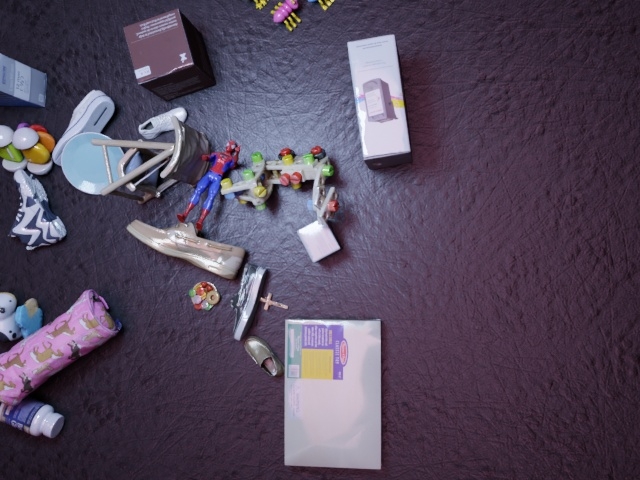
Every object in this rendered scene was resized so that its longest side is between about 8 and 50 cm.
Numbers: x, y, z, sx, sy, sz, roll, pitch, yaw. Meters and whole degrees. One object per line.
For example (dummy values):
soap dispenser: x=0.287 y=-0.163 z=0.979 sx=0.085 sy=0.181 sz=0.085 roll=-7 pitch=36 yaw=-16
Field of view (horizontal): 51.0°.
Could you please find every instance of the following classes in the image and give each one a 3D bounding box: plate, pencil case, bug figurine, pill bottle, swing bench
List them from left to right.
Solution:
pill bottle: x=-0.846 y=0.517 z=1.973 sx=0.169 sy=0.094 sz=0.094 roll=19 pitch=91 yaw=9
pencil case: x=-0.767 y=0.307 z=1.915 sx=0.386 sy=0.167 sz=0.160 roll=-36 pitch=64 yaw=-2
plate: x=-0.667 y=-0.229 z=1.983 sx=0.188 sy=0.024 sz=0.188 roll=-2 pitch=112 yaw=-4
swing bench: x=-0.450 y=-0.217 z=1.861 sx=0.254 sy=0.253 sz=0.165 roll=-13 pitch=86 yaw=8
bug figurine: x=-0.104 y=-0.737 z=1.920 sx=0.279 sy=0.072 sz=0.216 roll=40 pitch=94 yaw=7

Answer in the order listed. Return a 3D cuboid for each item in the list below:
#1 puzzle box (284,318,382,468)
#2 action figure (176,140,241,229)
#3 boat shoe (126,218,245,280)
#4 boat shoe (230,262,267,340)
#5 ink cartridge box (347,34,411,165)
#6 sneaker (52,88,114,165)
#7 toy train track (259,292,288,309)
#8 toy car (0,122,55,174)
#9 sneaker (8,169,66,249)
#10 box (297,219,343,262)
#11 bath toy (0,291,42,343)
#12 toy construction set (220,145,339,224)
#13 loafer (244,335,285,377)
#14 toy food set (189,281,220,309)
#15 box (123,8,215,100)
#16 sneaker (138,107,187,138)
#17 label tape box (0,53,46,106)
puzzle box: x=0.037 y=0.421 z=1.869 sx=0.272 sy=0.052 sz=0.409 roll=0 pitch=88 yaw=9
action figure: x=-0.301 y=-0.181 z=1.869 sx=0.091 sy=0.139 sz=0.280 roll=24 pitch=65 yaw=1
boat shoe: x=-0.382 y=0.003 z=1.919 sx=0.341 sy=0.121 sz=0.110 roll=23 pitch=87 yaw=-2
boat shoe: x=-0.216 y=0.174 z=1.907 sx=0.070 sy=0.078 sz=0.219 roll=16 pitch=82 yaw=8
ink cartridge box: x=0.164 y=-0.360 z=1.791 sx=0.131 sy=0.226 sz=0.306 roll=-9 pitch=88 yaw=9
sneaker: x=-0.707 y=-0.334 z=1.997 sx=0.258 sy=0.094 sz=0.091 roll=-47 pitch=53 yaw=9
toy train track: x=-0.133 y=0.180 z=1.923 sx=0.083 sy=0.014 sz=0.048 roll=17 pitch=83 yaw=3
toy car: x=-0.877 y=-0.289 z=1.995 sx=0.182 sy=0.159 sz=0.136 roll=6 pitch=54 yaw=9
sneaker: x=-0.878 y=-0.079 z=1.988 sx=0.153 sy=0.094 sz=0.235 roll=-26 pitch=107 yaw=5
box: x=0.000 y=0.000 z=1.864 sx=0.087 sy=0.102 sz=0.101 roll=-29 pitch=85 yaw=4
bath toy: x=-1.014 y=0.232 z=1.992 sx=0.348 sy=0.129 sz=0.151 roll=-3 pitch=88 yaw=9
toy construction set: x=-0.087 y=-0.158 z=1.824 sx=0.327 sy=0.215 sz=0.151 roll=15 pitch=132 yaw=22
loafer: x=-0.160 y=0.328 z=1.902 sx=0.148 sy=0.050 sz=0.056 roll=42 pitch=94 yaw=7
toy food set: x=-0.338 y=0.161 z=1.949 sx=0.082 sy=0.020 sz=0.083 roll=-36 pitch=84 yaw=6
box: x=-0.420 y=-0.516 z=1.893 sx=0.168 sy=0.203 sz=0.167 roll=-16 pitch=85 yaw=7
sneaker: x=-0.461 y=-0.344 z=1.965 sx=0.152 sy=0.061 sz=0.054 roll=-28 pitch=83 yaw=5
label tape box: x=-0.982 y=-0.466 z=1.899 sx=0.249 sy=0.347 sz=0.115 roll=4 pitch=88 yaw=8
